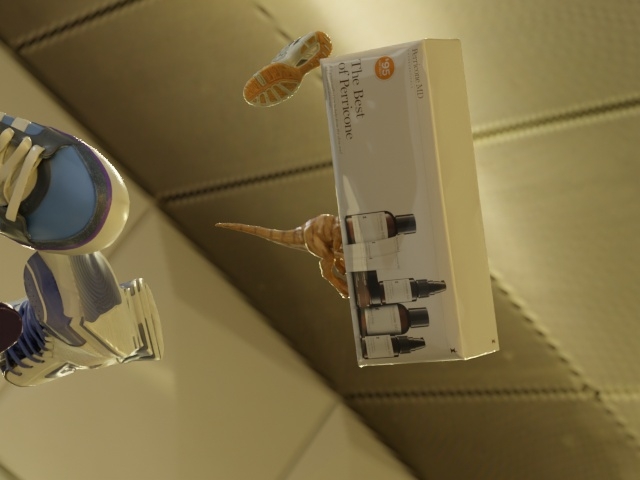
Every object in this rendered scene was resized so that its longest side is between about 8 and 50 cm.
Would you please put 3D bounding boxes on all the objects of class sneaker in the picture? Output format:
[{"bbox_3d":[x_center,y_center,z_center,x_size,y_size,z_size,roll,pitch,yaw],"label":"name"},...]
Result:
[{"bbox_3d":[-0.027,-0.133,1.325,0.032,0.083,0.037,57,-13,-16],"label":"sneaker"},{"bbox_3d":[-0.377,-0.090,1.716,0.323,0.130,0.236,29,6,30],"label":"sneaker"},{"bbox_3d":[-0.304,0.105,1.938,0.315,0.182,0.127,50,24,-75],"label":"sneaker"}]

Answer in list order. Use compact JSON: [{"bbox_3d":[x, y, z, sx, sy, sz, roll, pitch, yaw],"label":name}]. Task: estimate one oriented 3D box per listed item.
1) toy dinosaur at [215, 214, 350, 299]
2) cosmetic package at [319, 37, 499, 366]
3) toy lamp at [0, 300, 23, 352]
[{"bbox_3d":[0.000,0.000,1.729,0.211,0.064,0.112,-9,-59,51],"label":"toy dinosaur"},{"bbox_3d":[0.067,-0.028,1.277,0.099,0.060,0.239,-7,-89,33],"label":"cosmetic package"},{"bbox_3d":[-0.404,0.013,1.855,0.274,0.080,0.080,58,-7,43],"label":"toy lamp"}]
